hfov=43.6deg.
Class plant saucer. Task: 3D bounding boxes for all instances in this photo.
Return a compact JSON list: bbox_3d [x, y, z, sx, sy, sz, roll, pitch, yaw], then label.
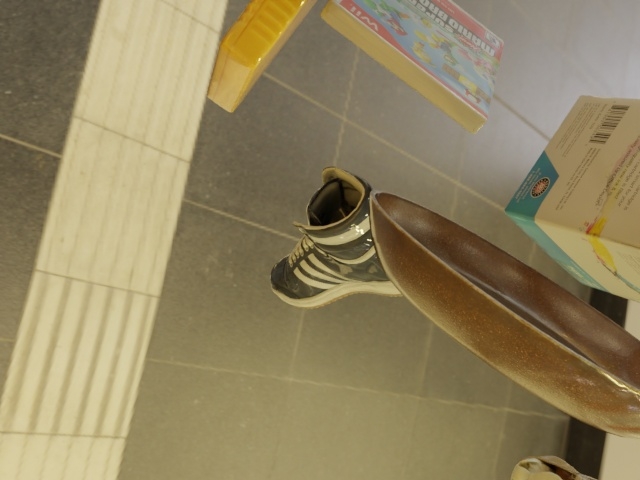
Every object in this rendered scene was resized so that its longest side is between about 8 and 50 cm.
[{"bbox_3d":[0.161,0.060,0.634,0.311,0.310,0.050,19,108,-49],"label":"plant saucer"}]

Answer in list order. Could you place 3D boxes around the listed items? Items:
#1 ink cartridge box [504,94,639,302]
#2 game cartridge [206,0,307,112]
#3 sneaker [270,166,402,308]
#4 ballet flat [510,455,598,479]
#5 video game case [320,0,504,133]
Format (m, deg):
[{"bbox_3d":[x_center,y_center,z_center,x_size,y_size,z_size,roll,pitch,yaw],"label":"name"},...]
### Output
[{"bbox_3d":[0.419,-0.039,0.986,0.197,0.270,0.198,37,84,-29],"label":"ink cartridge box"},{"bbox_3d":[-0.010,-0.290,0.842,0.053,0.285,0.323,37,83,-9],"label":"game cartridge"},{"bbox_3d":[0.000,0.000,0.969,0.153,0.282,0.099,42,59,-28],"label":"sneaker"},{"bbox_3d":[0.286,0.306,1.011,0.073,0.232,0.080,28,76,-9],"label":"ballet flat"},{"bbox_3d":[0.121,-0.244,0.932,0.204,0.025,0.285,36,33,-6],"label":"video game case"}]
